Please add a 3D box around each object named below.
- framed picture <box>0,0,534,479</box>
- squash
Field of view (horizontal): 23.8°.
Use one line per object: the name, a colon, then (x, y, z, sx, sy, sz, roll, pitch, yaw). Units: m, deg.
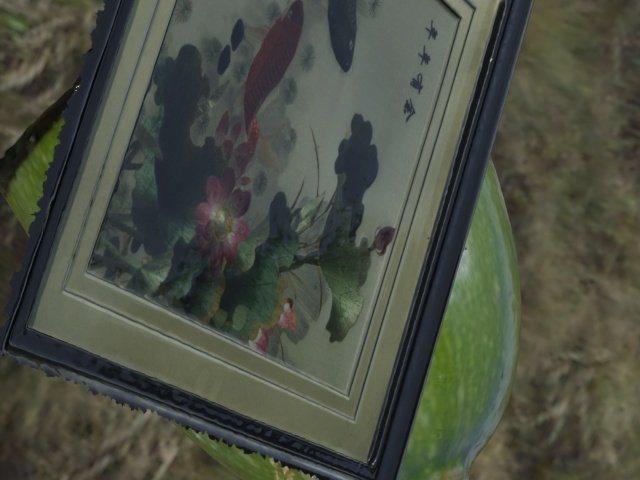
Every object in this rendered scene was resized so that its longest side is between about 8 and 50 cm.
framed picture: (0.000, -0.035, 0.434, 0.199, 0.010, 0.195, 32, 71, -53)
squash: (0.006, 0.017, 0.945, 0.310, 0.308, 0.310, -31, 175, -3)
